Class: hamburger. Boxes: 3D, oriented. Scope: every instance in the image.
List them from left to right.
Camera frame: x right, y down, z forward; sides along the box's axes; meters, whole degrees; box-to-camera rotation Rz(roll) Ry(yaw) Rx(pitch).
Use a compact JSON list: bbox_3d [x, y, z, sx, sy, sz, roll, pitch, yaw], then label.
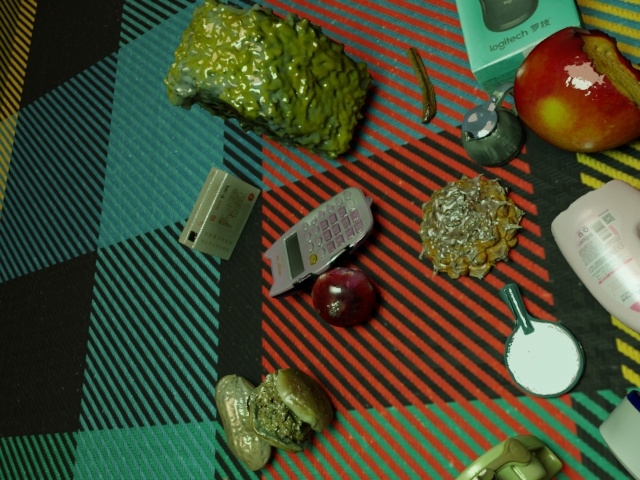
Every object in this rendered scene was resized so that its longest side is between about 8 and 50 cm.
[{"bbox_3d":[-0.055,0.320,1.134,0.131,0.159,0.185,-52,25,15],"label":"hamburger"}]

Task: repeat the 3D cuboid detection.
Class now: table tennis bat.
[{"bbox_3d":[0.356,0.163,0.960,0.124,0.033,0.201,-31,61,22],"label":"table tennis bat"}]

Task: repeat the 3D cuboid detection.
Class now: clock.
[{"bbox_3d":[0.253,0.364,0.836,0.170,0.232,0.069,-50,53,13],"label":"clock"},{"bbox_3d":[0.466,0.293,0.708,0.230,0.231,0.083,42,103,37],"label":"clock"}]

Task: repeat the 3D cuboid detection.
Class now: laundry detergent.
[{"bbox_3d":[0.500,0.066,0.854,0.159,0.088,0.335,-40,57,18],"label":"laundry detergent"}]

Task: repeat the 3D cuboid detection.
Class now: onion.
[{"bbox_3d":[0.045,0.114,1.143,0.131,0.131,0.131,-13,68,32],"label":"onion"}]

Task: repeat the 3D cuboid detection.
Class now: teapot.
[{"bbox_3d":[0.326,-0.212,1.060,0.149,0.108,0.111,-31,61,25],"label":"teapot"}]

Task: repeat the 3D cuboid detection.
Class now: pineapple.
[{"bbox_3d":[0.266,-0.032,1.064,0.225,0.076,0.224,-13,68,34],"label":"pineapple"}]

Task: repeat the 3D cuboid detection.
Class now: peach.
[{"bbox_3d":[0.442,-0.248,0.937,0.226,0.190,0.196,21,79,45],"label":"peach"}]

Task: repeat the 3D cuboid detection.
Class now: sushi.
[{"bbox_3d":[-0.120,-0.347,1.254,0.352,0.397,0.239,22,92,46],"label":"sushi"}]

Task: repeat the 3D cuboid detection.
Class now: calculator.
[{"bbox_3d":[0.001,0.001,1.237,0.294,0.043,0.194,-37,36,17],"label":"calculator"}]

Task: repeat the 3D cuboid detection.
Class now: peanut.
[{"bbox_3d":[-0.162,0.384,1.223,0.099,0.090,0.214,-21,60,-4],"label":"peanut"}]

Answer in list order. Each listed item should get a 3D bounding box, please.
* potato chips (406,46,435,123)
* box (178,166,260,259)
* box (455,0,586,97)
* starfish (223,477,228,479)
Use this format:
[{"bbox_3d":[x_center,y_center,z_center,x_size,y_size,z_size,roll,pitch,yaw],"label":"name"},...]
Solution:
[{"bbox_3d":[0.218,-0.343,1.237,0.037,0.026,0.203,-30,59,40],"label":"potato chips"},{"bbox_3d":[-0.244,-0.062,1.402,0.058,0.141,0.201,25,91,34],"label":"box"},{"bbox_3d":[0.375,-0.459,1.104,0.205,0.118,0.311,-17,65,29],"label":"box"},{"bbox_3d":[-0.222,0.691,1.159,0.327,0.094,0.374,7,74,39],"label":"starfish"}]
